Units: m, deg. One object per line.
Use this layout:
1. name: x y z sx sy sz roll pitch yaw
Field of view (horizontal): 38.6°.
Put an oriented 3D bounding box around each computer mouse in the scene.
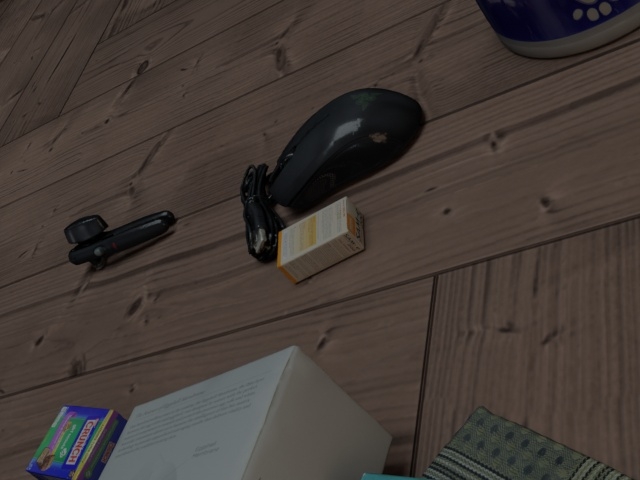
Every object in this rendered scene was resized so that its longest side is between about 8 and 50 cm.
1. computer mouse: -0.002 -0.107 1.136 0.272 0.072 0.188 -33 34 15

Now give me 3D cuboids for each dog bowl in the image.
1. dog bowl: 0.299 -0.340 1.053 0.264 0.104 0.265 -27 37 23

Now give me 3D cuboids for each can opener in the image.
1. can opener: -0.297 -0.004 1.341 0.186 0.073 0.059 -12 36 25

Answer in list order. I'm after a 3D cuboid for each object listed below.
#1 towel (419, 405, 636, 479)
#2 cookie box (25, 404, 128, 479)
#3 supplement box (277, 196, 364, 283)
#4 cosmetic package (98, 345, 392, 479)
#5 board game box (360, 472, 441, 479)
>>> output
1. towel: 0.128 0.289 0.605 0.312 0.056 0.324 -49 32 -13
2. cookie box: -0.280 0.243 1.067 0.107 0.040 0.092 -5 48 42
3. supplement box: 0.000 0.000 1.048 0.098 0.036 0.062 -27 37 23
4. cosmetic package: -0.086 0.235 0.746 0.224 0.138 0.225 -25 30 39
5. board game box: 0.125 0.270 0.502 0.336 0.079 0.254 -7 44 41
